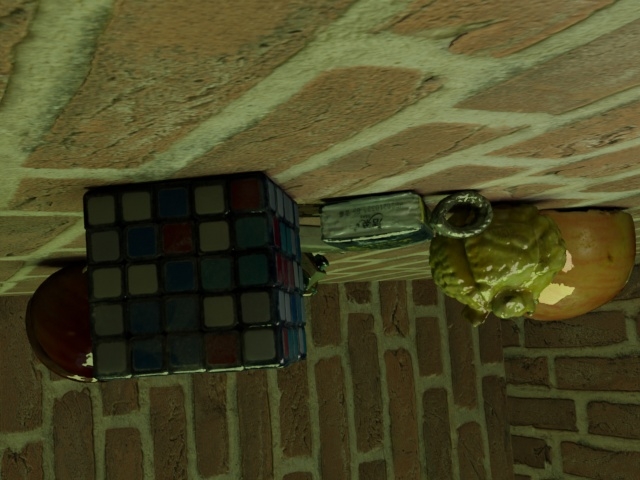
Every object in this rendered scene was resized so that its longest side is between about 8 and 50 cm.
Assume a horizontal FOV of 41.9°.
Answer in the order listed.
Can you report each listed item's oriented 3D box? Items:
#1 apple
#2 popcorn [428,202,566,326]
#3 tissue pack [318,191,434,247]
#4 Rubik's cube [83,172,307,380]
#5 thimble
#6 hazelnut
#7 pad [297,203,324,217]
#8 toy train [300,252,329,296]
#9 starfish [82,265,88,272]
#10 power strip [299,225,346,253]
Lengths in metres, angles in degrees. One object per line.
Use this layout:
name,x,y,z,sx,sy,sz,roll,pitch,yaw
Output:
apple,0.549,0.035,1.956,0.309,0.314,0.252,-1,-145,-26
popcorn,0.356,0.038,1.701,0.258,0.270,0.224,41,-175,18
tissue pack,0.113,-0.029,1.582,0.185,0.081,0.257,-8,174,11
Rubik's cube,-0.185,0.066,1.329,0.293,0.286,0.292,-5,173,8
thimble,0.252,-0.044,1.510,0.110,0.084,0.062,-18,177,-6
hazelnut,-0.615,0.223,2.305,0.359,0.359,0.409,-7,165,28
pad,-0.080,-0.055,1.590,0.235,0.003,0.158,-2,173,-23
toy train,-0.126,0.132,2.272,0.326,0.159,0.129,-40,170,8
starfish,-0.431,0.045,2.026,0.277,0.062,0.236,1,171,-24
power strip,0.000,0.000,1.915,0.093,0.053,0.288,-12,171,43
